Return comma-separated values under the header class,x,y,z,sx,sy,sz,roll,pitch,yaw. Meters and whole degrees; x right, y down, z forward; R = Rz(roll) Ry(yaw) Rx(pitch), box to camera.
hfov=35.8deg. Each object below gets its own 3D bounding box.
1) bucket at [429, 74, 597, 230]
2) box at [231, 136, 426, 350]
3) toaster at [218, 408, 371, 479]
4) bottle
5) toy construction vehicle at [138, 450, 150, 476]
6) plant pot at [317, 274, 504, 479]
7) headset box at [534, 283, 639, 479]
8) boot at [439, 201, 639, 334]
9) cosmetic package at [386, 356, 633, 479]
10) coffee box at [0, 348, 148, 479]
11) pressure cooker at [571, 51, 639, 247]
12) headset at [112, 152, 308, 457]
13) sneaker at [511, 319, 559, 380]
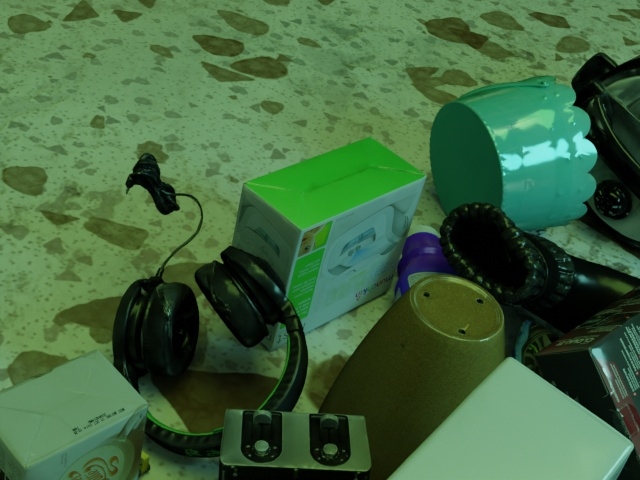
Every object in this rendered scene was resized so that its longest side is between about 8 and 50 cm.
class,x,y,z,sx,sy,sz,roll,pitch,yaw
bucket,0.324,-0.140,1.718,0.183,0.281,0.281,-13,45,-21
box,0.000,0.000,1.448,0.262,0.231,0.127,-23,51,-40
toaster,-0.032,0.282,1.135,0.168,0.185,0.110,3,35,-3
bottle,0.173,0.088,1.512,0.118,0.092,0.282,6,38,-12
toy construction vehicle,-0.260,0.250,1.178,0.098,0.035,0.086,27,18,21
plant pot,0.137,0.176,1.254,0.237,0.254,0.237,11,37,-8
headset box,0.439,0.196,1.340,0.293,0.110,0.218,-27,94,-31
boot,0.356,0.067,1.472,0.348,0.131,0.260,22,-3,26
cosmetic package,0.099,0.349,0.972,0.161,0.230,0.453,35,54,24
coffee box,-0.270,0.251,1.016,0.141,0.246,0.098,-22,50,-40
pressure cooker,0.663,-0.173,1.807,0.370,0.375,0.420,13,29,41
headset,-0.165,0.078,1.276,0.244,0.185,0.394,-20,57,0
sneaker,0.319,0.184,1.461,0.078,0.067,0.188,16,34,11
